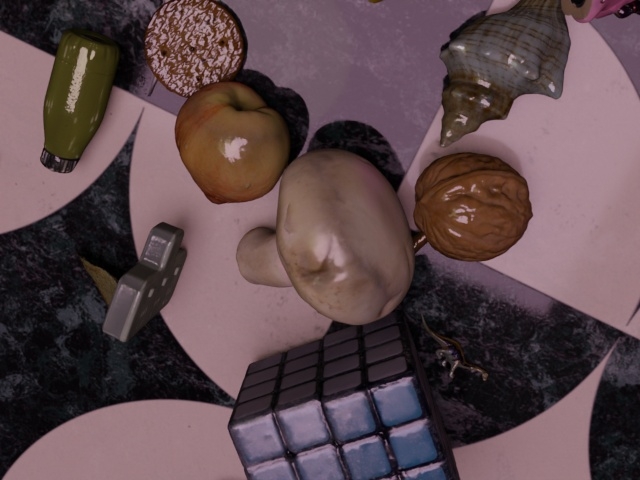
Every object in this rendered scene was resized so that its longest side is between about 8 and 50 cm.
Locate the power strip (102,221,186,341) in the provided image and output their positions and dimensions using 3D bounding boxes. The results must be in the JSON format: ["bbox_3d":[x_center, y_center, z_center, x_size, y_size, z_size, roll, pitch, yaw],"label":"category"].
[{"bbox_3d":[-0.308,0.062,1.724,0.059,0.265,0.194,23,106,3],"label":"power strip"}]

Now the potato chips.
[{"bbox_3d":[-0.412,0.101,1.846,0.209,0.026,0.142,39,151,17],"label":"potato chips"}]

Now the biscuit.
[{"bbox_3d":[-0.232,-0.353,1.713,0.187,0.027,0.188,2,108,7],"label":"biscuit"}]

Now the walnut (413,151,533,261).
[{"bbox_3d":[0.258,-0.059,1.633,0.213,0.213,0.213,2,107,8],"label":"walnut"}]

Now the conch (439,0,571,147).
[{"bbox_3d":[0.327,-0.311,1.572,0.203,0.170,0.386,37,108,-11],"label":"conch"}]

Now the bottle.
[{"bbox_3d":[-0.453,-0.252,1.731,0.112,0.112,0.260,22,109,1],"label":"bottle"}]

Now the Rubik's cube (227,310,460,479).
[{"bbox_3d":[0.056,0.370,1.708,0.337,0.344,0.345,-20,102,6],"label":"Rubik's cube"}]

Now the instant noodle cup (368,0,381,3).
[{"bbox_3d":[0.154,-0.506,1.532,0.236,0.215,0.216,-25,102,23],"label":"instant noodle cup"}]

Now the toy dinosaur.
[{"bbox_3d":[0.246,0.220,1.812,0.180,0.037,0.058,44,84,-13],"label":"toy dinosaur"}]

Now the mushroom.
[{"bbox_3d":[0.035,-0.009,1.659,0.315,0.356,0.315,-1,94,-13],"label":"mushroom"}]

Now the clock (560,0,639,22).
[{"bbox_3d":[0.487,-0.453,1.523,0.195,0.100,0.194,-8,88,-20],"label":"clock"}]

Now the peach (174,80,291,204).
[{"bbox_3d":[-0.163,-0.159,1.669,0.232,0.232,0.233,2,107,8],"label":"peach"}]

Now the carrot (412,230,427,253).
[{"bbox_3d":[0.149,0.026,1.763,0.254,0.049,0.049,-37,98,15],"label":"carrot"}]
